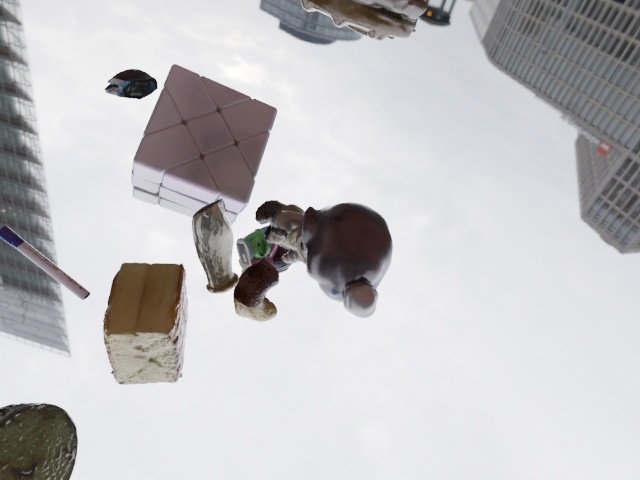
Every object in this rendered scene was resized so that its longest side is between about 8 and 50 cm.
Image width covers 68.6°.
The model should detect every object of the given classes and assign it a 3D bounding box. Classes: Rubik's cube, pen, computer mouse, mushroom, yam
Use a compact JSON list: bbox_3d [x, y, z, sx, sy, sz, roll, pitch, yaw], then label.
[{"bbox_3d":[-0.347,-0.254,1.382,0.318,0.316,0.322,20,-110,-16],"label":"Rubik's cube"},{"bbox_3d":[-0.717,0.062,1.219,0.269,0.033,0.033,46,-146,-17],"label":"pen"},{"bbox_3d":[-0.464,-0.385,1.144,0.135,0.079,0.047,-22,-104,-47],"label":"computer mouse"},{"bbox_3d":[-0.249,0.008,1.107,0.108,0.247,0.096,14,-148,20],"label":"mushroom"},{"bbox_3d":[-0.430,0.294,0.603,0.254,0.154,0.154,-16,-153,28],"label":"yam"}]

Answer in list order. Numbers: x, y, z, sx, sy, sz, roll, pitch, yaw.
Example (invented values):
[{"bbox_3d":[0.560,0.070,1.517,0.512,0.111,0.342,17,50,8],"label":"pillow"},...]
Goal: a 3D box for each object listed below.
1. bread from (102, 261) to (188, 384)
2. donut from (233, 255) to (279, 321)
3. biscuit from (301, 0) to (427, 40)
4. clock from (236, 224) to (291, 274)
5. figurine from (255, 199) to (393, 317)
[{"bbox_3d":[-0.509,0.247,1.396,0.207,0.279,0.279,3,-133,-10],"label":"bread"},{"bbox_3d":[-0.198,0.181,1.494,0.085,0.217,0.141,26,-144,35],"label":"donut"},{"bbox_3d":[0.022,-0.487,0.814,0.268,0.115,0.366,7,-135,-24],"label":"biscuit"},{"bbox_3d":[-0.197,0.046,1.710,0.195,0.194,0.100,-22,-160,-38],"label":"clock"},{"bbox_3d":[-0.017,0.007,1.025,0.364,0.218,0.206,10,-147,34],"label":"figurine"}]
